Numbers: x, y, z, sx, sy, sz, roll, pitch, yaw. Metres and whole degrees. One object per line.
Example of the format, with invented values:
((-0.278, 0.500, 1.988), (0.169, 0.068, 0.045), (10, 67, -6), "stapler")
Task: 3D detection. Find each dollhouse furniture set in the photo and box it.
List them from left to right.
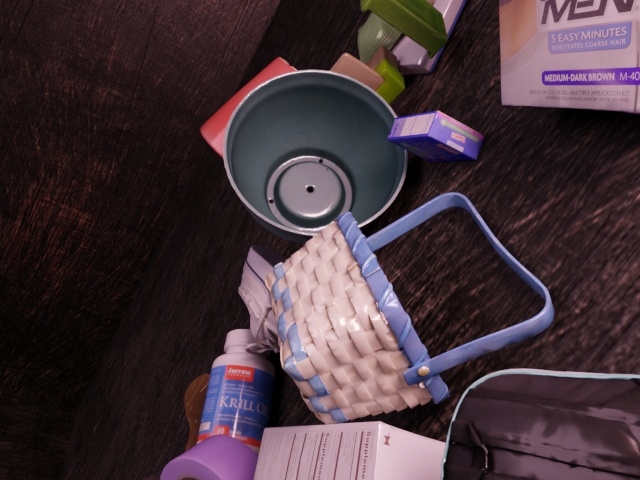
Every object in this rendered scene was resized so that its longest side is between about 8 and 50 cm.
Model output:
((0.096, -0.414, 0.938), (0.197, 0.151, 0.301), (-42, 35, 42), "dollhouse furniture set")

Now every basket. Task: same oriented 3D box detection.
((0.090, 0.066, 0.622), (0.289, 0.201, 0.255), (-30, 33, 9), "basket")

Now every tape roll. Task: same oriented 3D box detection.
((-0.160, 0.411, 0.800), (0.189, 0.080, 0.189), (6, 101, 32), "tape roll")

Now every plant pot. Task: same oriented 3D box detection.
((-0.097, -0.263, 1.179), (0.243, 0.275, 0.275), (-50, 28, 10), "plant pot")
((-0.012, -0.117, 0.896), (0.196, 0.293, 0.293), (103, -179, -72), "plant pot")

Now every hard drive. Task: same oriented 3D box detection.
((0.217, -0.471, 0.977), (0.319, 0.040, 0.210), (-64, 25, 5), "hard drive")

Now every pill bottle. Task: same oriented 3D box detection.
((-0.151, 0.285, 0.955), (0.124, 0.124, 0.221), (-37, 39, 46), "pill bottle")

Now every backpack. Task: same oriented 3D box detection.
((0.188, 0.177, 0.358), (0.188, 0.144, 0.166), (-4, 65, 37), "backpack")

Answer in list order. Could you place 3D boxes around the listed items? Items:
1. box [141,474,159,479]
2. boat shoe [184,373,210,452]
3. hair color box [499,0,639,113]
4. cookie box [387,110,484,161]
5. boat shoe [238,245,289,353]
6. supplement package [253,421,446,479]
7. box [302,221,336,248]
((-0.213, 0.452, 0.643), (0.307, 0.242, 0.076), (26, 96, 27), "box")
((-0.214, 0.402, 1.047), (0.104, 0.089, 0.285), (-32, 37, 9), "boat shoe")
((0.260, -0.298, 0.470), (0.185, 0.110, 0.339), (-143, 42, -64), "hair color box")
((0.166, -0.149, 0.747), (0.107, 0.092, 0.040), (17, 87, 64), "cookie box")
((-0.073, 0.140, 0.900), (0.367, 0.136, 0.156), (37, 106, 56), "boat shoe")
((0.034, 0.291, 0.578), (0.244, 0.139, 0.134), (-31, 42, 52), "supplement package")
((0.000, 0.000, 1.016), (0.094, 0.027, 0.137), (-51, 30, 32), "box")
